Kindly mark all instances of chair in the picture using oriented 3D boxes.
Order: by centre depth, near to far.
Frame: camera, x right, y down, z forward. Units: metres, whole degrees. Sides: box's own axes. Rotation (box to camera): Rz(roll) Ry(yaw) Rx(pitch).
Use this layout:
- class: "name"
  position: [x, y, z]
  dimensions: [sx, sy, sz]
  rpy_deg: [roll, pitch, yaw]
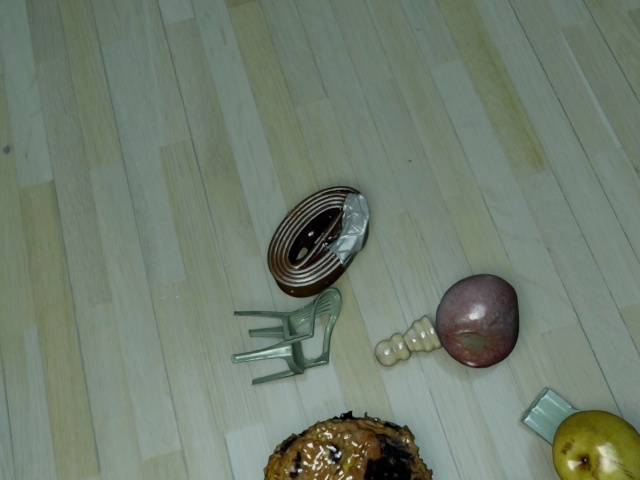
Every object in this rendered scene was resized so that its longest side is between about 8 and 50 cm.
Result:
- class: "chair"
  position: [-0.075, 0.239, 1.719]
  dimensions: [0.274, 0.203, 0.191]
  rpy_deg: [-9, 57, 6]

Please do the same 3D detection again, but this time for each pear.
- class: "pear"
  position: [0.644, 0.490, 1.526]
  dimensions: [0.208, 0.209, 0.209]
  rpy_deg: [-1, 69, 4]

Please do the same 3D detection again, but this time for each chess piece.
- class: "chess piece"
  position: [0.224, 0.274, 1.742]
  dimensions: [0.170, 0.094, 0.094]
  rpy_deg: [-26, 70, -2]

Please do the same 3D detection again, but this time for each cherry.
- class: "cherry"
  position: [0.401, 0.194, 1.696]
  dimensions: [0.206, 0.239, 0.240]
  rpy_deg: [-18, 67, 22]

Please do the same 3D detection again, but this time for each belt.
- class: "belt"
  position: [0.000, 0.000, 1.843]
  dimensions: [0.217, 0.122, 0.339]
  rpy_deg: [38, 77, 18]

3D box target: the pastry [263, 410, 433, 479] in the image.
- class: "pastry"
  position: [0.051, 0.544, 1.520]
  dimensions: [0.404, 0.337, 0.293]
  rpy_deg: [-11, 61, 0]

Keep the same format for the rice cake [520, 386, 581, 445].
- class: "rice cake"
  position: [0.627, 0.480, 1.653]
  dimensions: [0.237, 0.043, 0.127]
  rpy_deg: [41, 78, 15]
